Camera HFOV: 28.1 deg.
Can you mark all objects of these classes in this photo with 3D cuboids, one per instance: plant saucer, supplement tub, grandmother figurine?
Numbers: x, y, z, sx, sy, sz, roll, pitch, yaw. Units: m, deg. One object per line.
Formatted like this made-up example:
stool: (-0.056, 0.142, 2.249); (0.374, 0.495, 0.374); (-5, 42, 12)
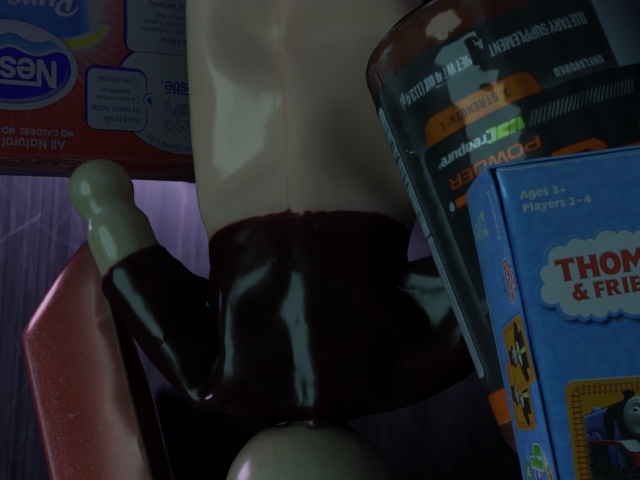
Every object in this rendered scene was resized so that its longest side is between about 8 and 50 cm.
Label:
plant saucer: (-0.089, 0.162, 0.630); (0.259, 0.047, 0.258); (93, 161, -69)
supplement tub: (0.095, 0.007, 0.447); (0.106, 0.106, 0.198); (-33, 73, 47)
grandmother figurine: (0.000, 0.000, 0.538); (0.208, 0.104, 0.342); (-4, 74, 17)

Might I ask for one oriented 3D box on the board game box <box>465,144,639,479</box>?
board game box: (0.140, 0.072, 0.361); (0.039, 0.160, 0.211); (111, 150, -77)

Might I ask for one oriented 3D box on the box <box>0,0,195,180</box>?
box: (-0.163, -0.107, 0.626); (0.142, 0.300, 0.154); (-2, 90, 50)
